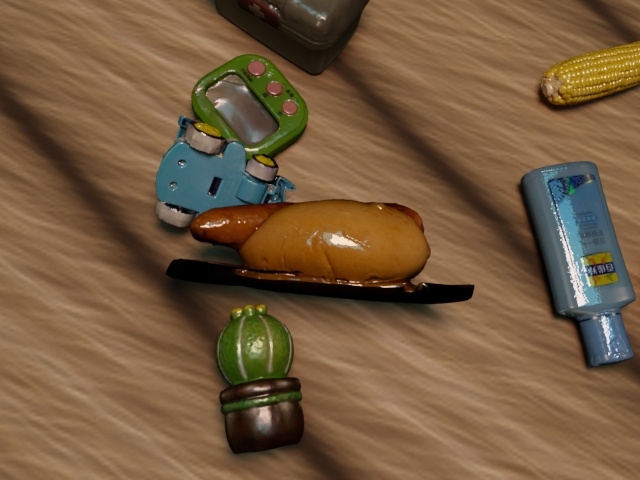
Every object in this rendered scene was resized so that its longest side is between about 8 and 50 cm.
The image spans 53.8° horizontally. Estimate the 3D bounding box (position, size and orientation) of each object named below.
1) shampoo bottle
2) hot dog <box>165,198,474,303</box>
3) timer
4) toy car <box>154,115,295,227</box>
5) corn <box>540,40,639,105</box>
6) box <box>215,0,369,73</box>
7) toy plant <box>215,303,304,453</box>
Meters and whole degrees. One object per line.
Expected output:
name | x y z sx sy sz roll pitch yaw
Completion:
shampoo bottle | 0.337 0.028 0.807 0.104 0.061 0.258 -8 75 -7
hot dog | 0.001 0.001 0.715 0.326 0.194 0.107 8 79 -16
timer | -0.094 -0.173 0.834 0.128 0.047 0.140 -36 80 -16
toy car | -0.121 -0.079 0.783 0.161 0.098 0.126 15 115 -23
corn | 0.403 -0.238 0.890 0.206 0.067 0.067 -19 76 -14
box | -0.041 -0.339 0.844 0.210 0.129 0.148 35 74 6
toy plant | -0.071 0.153 0.716 0.093 0.093 0.162 -7 74 -7
